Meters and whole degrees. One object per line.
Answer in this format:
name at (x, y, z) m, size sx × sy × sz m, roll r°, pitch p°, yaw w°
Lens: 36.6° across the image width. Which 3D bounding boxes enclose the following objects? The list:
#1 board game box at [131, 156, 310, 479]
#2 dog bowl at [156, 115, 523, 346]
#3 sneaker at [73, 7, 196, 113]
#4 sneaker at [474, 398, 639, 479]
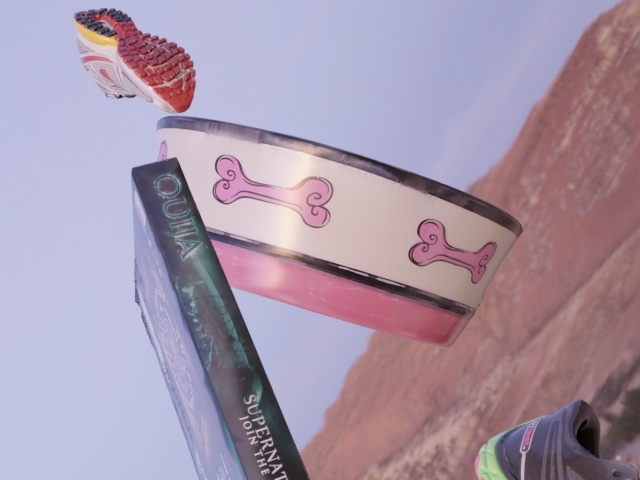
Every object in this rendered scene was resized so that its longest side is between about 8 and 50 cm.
board game box at (-0.050, 0.071, 0.453) m, size 0.026 × 0.186 × 0.126 m, roll -16°, pitch -26°, yaw -18°
dog bowl at (0.000, 0.000, 1.050) m, size 0.408 × 0.408 × 0.150 m, roll 35°, pitch -109°, yaw -79°
sneaker at (-0.237, -0.220, 1.248) m, size 0.088 × 0.225 × 0.093 m, roll -22°, pitch -44°, yaw -35°
sneaker at (0.348, 0.341, 1.014) m, size 0.202 × 0.483 × 0.185 m, roll -40°, pitch -47°, yaw 2°
